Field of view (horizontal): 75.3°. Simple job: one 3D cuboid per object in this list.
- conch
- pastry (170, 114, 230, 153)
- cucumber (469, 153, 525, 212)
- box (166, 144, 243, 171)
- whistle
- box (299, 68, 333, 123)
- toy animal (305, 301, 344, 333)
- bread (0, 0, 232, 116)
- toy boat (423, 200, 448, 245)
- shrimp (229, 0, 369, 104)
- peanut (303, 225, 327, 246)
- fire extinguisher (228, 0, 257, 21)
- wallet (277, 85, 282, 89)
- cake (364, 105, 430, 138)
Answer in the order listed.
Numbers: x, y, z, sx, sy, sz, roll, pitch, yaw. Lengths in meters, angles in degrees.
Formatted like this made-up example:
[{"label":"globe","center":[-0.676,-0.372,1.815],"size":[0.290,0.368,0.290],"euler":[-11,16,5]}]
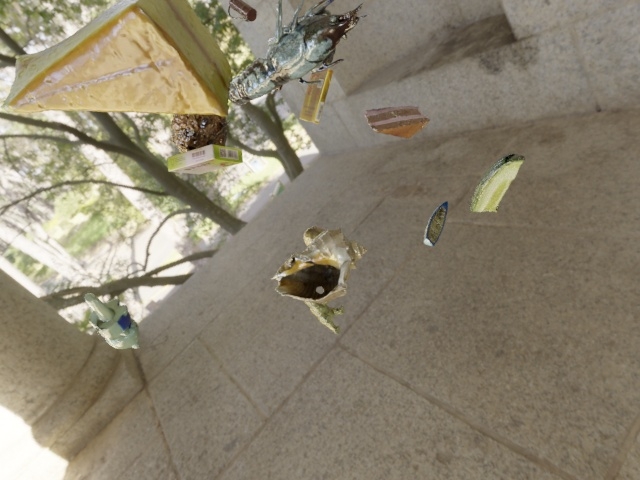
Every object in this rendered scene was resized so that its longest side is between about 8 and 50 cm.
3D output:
[{"label":"conch","center":[0.010,0.109,1.371],"size":[0.324,0.186,0.263],"euler":[-33,32,12]},{"label":"pastry","center":[-0.533,-0.485,1.814],"size":[0.275,0.275,0.192],"euler":[-35,60,5]},{"label":"cucumber","center":[0.700,-0.240,1.667],"size":[0.145,0.325,0.105],"euler":[-4,59,-3]},{"label":"box","center":[-0.474,-0.330,1.708],"size":[0.261,0.062,0.175],"euler":[-6,1,30]},{"label":"whistle","center":[-0.559,0.220,1.124],"size":[0.110,0.244,0.092],"euler":[24,54,29]},{"label":"box","center":[-0.014,-0.431,1.232],"size":[0.089,0.022,0.156],"euler":[31,110,48]},{"label":"toy animal","center":[0.009,0.257,1.531],"size":[0.101,0.218,0.103],"euler":[10,64,31]},{"label":"bread","center":[-0.396,-0.316,0.825],"size":[0.362,0.245,0.233],"euler":[-23,43,14]},{"label":"toy boat","center":[0.466,-0.074,1.678],"size":[0.046,0.080,0.228],"euler":[-19,35,51]},{"label":"shrimp","center":[-0.075,-0.449,1.005],"size":[0.411,0.221,0.166],"euler":[-31,50,19]},{"label":"peanut","center":[0.000,0.000,1.896],"size":[0.109,0.159,0.140],"euler":[-65,-8,23]},{"label":"fire extinguisher","center":[-0.281,-0.801,1.436],"size":[0.157,0.045,0.078],"euler":[47,112,29]},{"label":"wallet","center":[-0.247,-0.765,2.005],"size":[0.176,0.026,0.095],"euler":[12,76,37]},{"label":"cake","center":[0.309,-0.493,1.740],"size":[0.296,0.115,0.112],"euler":[-10,-27,-32]}]
